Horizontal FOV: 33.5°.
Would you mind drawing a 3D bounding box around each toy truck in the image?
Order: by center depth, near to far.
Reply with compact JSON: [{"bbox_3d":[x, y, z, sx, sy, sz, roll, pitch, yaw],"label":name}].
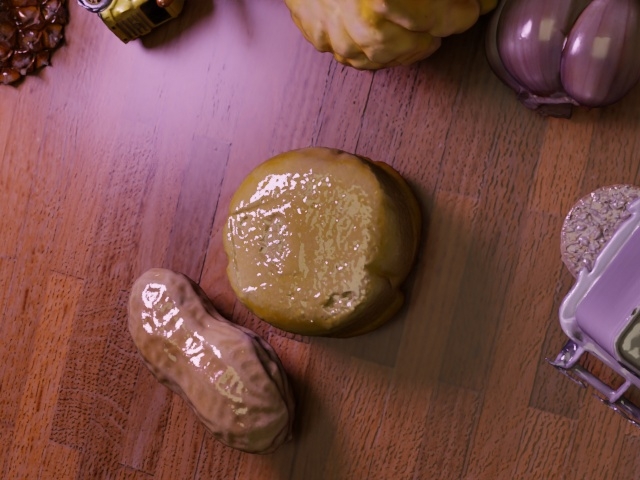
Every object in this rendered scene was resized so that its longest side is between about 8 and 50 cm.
[{"bbox_3d":[-0.285,-0.439,1.548,0.157,0.124,0.272,-21,78,7],"label":"toy truck"}]

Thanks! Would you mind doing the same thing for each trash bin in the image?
[{"bbox_3d":[0.405,0.094,1.145,0.255,0.367,0.296,38,100,7],"label":"trash bin"}]

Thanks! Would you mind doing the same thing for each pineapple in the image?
[{"bbox_3d":[-0.541,-0.370,1.550,0.262,0.271,0.263,-1,87,18],"label":"pineapple"}]

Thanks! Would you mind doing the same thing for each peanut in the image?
[{"bbox_3d":[-0.155,0.162,1.469,0.313,0.149,0.149,41,101,22],"label":"peanut"}]

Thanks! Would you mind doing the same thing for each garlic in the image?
[{"bbox_3d":[0.290,-0.248,1.287,0.160,0.214,0.191,5,96,-4],"label":"garlic"}]

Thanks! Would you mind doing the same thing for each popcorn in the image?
[{"bbox_3d":[0.101,-0.397,1.328,0.381,0.349,0.349,-26,76,-28],"label":"popcorn"}]

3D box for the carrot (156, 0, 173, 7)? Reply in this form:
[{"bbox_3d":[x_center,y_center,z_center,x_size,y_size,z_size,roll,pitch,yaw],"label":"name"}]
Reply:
[{"bbox_3d":[-0.197,-0.409,1.492,0.043,0.043,0.248,-7,48,19],"label":"carrot"}]

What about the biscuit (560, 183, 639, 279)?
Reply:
[{"bbox_3d":[0.381,0.000,1.349,0.152,0.020,0.152,0,90,17],"label":"biscuit"}]

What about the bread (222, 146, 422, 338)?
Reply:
[{"bbox_3d":[0.000,0.000,1.416,0.269,0.148,0.270,-2,83,20],"label":"bread"}]
